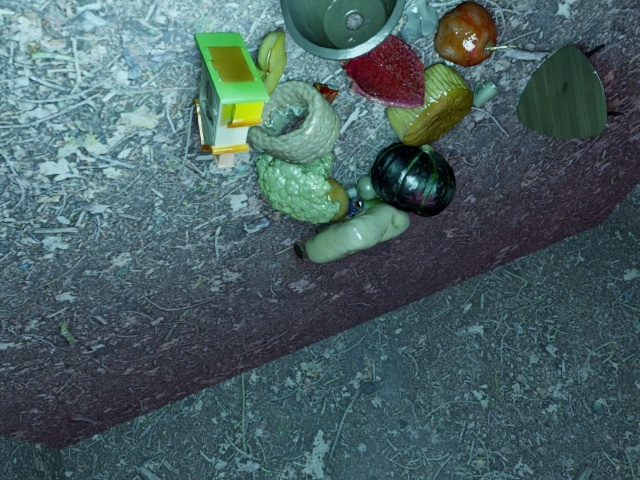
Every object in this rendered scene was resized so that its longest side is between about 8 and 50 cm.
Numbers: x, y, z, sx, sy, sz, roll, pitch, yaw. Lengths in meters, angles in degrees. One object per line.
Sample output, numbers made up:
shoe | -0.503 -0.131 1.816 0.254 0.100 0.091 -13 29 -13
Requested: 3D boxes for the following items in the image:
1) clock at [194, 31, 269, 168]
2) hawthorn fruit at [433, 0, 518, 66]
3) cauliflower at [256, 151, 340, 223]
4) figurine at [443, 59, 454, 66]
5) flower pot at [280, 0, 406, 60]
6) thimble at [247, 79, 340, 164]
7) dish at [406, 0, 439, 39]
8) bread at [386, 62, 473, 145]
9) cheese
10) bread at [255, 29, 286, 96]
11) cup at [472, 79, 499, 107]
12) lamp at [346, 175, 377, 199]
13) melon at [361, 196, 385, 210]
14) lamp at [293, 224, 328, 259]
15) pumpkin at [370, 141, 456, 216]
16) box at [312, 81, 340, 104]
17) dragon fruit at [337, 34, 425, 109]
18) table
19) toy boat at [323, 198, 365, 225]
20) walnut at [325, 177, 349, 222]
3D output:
clock | -0.223 -0.310 1.194 0.106 0.220 0.255 -11 151 -23
hawthorn fruit | 0.405 -0.531 1.356 0.162 0.203 0.163 -24 146 -17
cauliflower | -0.056 -0.195 1.590 0.250 0.272 0.275 -58 166 -25
figurine | 0.408 -0.557 1.492 0.060 0.047 0.106 11 143 -26
flower pot | 0.060 -0.506 1.109 0.269 0.269 0.166 -32 176 13
thimble | -0.071 -0.304 1.355 0.229 0.196 0.148 -21 156 23
dish | 0.271 -0.576 1.344 0.091 0.039 0.137 -32 154 14
bread | 0.339 -0.413 1.591 0.253 0.142 0.227 -43 156 28
cheese | 0.119 -0.026 1.830 0.328 0.130 0.351 -19 -176 42
bread | -0.133 -0.409 1.198 0.065 0.188 0.149 23 153 2
cup | 0.546 -0.494 1.718 0.075 0.054 0.083 4 144 -46
lamp | 0.137 -0.185 1.903 0.163 0.091 0.091 -14 156 13
melon | 0.229 -0.124 2.107 0.118 0.064 0.209 -29 156 6
lamp | 0.000 0.000 2.058 0.214 0.121 0.121 -25 156 -27
pumpkin | 0.326 -0.224 1.764 0.315 0.315 0.238 2 126 -43
box | 0.008 -0.412 1.431 0.082 0.023 0.051 -3 145 -38
dragon fruit | 0.157 -0.465 1.378 0.274 0.126 0.161 27 160 -34
table | 0.903 -0.525 1.827 0.249 0.317 0.317 -25 157 -34
toy boat | 0.075 -0.108 1.945 0.223 0.100 0.097 -13 171 -28
walnut | 0.023 -0.139 1.787 0.159 0.159 0.207 -28 162 5
